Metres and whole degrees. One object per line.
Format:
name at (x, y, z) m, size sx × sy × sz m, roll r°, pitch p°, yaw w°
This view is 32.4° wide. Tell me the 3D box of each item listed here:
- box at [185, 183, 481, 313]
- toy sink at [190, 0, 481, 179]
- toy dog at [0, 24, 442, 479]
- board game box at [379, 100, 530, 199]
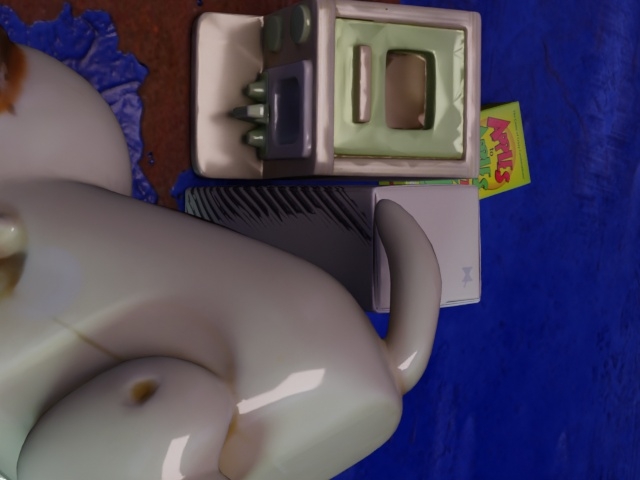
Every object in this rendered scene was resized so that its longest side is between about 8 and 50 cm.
box at (0.000, 0.000, 0.912) m, size 0.113 × 0.275 × 0.094 m, roll -3°, pitch 94°, yaw -37°
toy sink at (0.016, -0.130, 0.982) m, size 0.234 × 0.131 × 0.152 m, roll 0°, pitch 91°, yaw -25°
toy dog at (-0.165, 0.033, 0.728) m, size 0.395 × 0.408 × 0.284 m, roll -44°, pitch 160°, yaw 1°
board game box at (0.140, -0.085, 1.162) m, size 0.181 × 0.043 × 0.092 m, roll -18°, pitch 102°, yaw -35°
